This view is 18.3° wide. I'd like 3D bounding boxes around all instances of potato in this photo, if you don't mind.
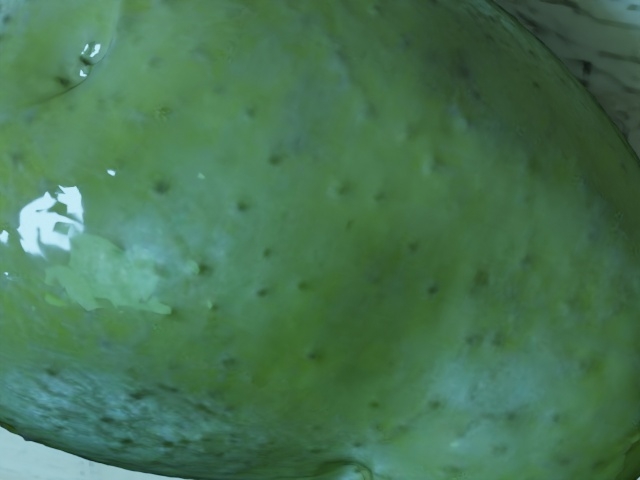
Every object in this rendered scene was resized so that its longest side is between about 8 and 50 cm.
[{"bbox_3d":[0.000,0.000,0.477,0.194,0.157,0.157,25,135,-1],"label":"potato"}]
